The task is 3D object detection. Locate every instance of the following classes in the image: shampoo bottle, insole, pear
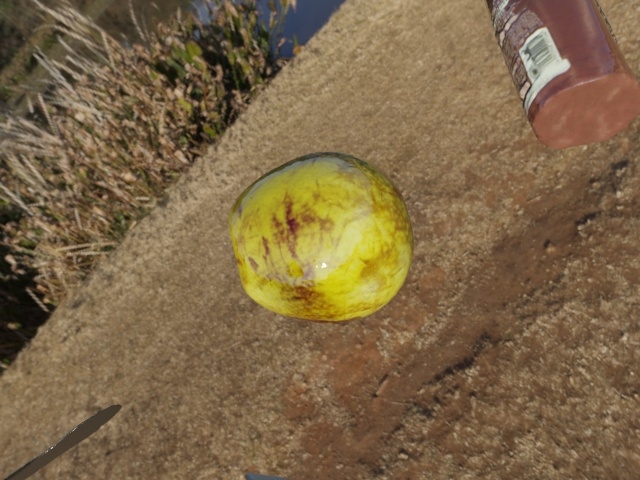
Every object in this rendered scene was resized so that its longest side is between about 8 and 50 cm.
[{"bbox_3d":[0.149,-0.168,0.352,0.068,0.067,0.236,-25,51,33],"label":"shampoo bottle"},{"bbox_3d":[-0.374,0.298,0.725,0.188,0.064,0.004,-35,67,-14],"label":"insole"},{"bbox_3d":[0.000,0.000,0.752,0.284,0.283,0.283,-25,42,25],"label":"pear"}]

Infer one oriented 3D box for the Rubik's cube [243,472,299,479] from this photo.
[{"bbox_3d":[-0.017,0.651,0.957,0.292,0.290,0.291,158,125,-70],"label":"Rubik's cube"}]
